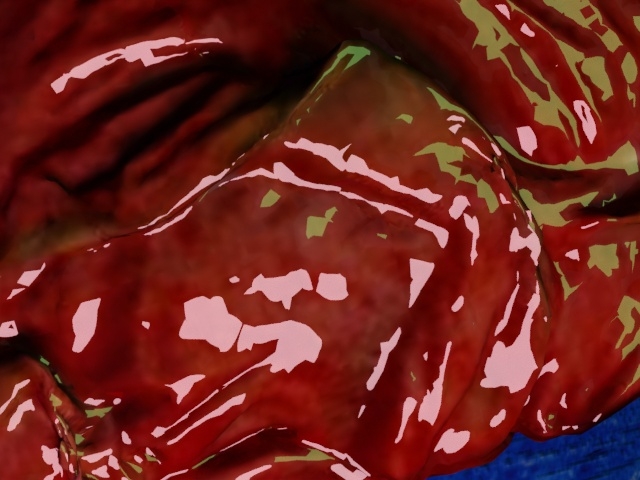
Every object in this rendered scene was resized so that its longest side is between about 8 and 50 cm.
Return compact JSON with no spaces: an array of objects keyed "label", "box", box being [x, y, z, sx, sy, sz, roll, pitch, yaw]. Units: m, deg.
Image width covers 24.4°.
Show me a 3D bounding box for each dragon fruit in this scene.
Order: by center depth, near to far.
[{"label":"dragon fruit","box":[0.000,0.000,0.528,0.330,0.302,0.240,-52,164,-25]}]
